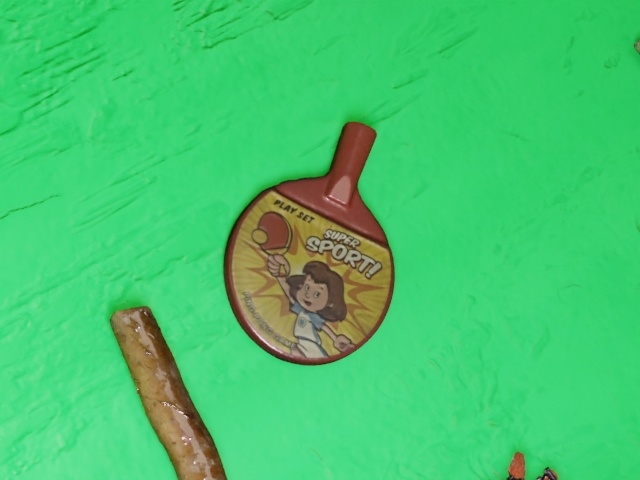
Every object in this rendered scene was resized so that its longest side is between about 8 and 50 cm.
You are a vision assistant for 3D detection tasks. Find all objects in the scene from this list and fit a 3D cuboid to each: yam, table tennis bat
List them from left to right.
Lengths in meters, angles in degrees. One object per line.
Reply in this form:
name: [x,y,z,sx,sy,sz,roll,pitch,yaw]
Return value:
yam: [-0.154,0.179,1.806,0.057,0.057,0.241,-18,77,-29]
table tennis bat: [0.000,0.000,1.969,0.200,0.038,0.310,26,63,-12]

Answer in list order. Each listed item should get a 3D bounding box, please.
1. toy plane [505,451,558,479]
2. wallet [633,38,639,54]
toy plane: [0.253,0.330,1.913,0.189,0.061,0.130,47,57,2]
wallet: [0.538,-0.206,2.289,0.160,0.055,0.236,-37,86,-25]
